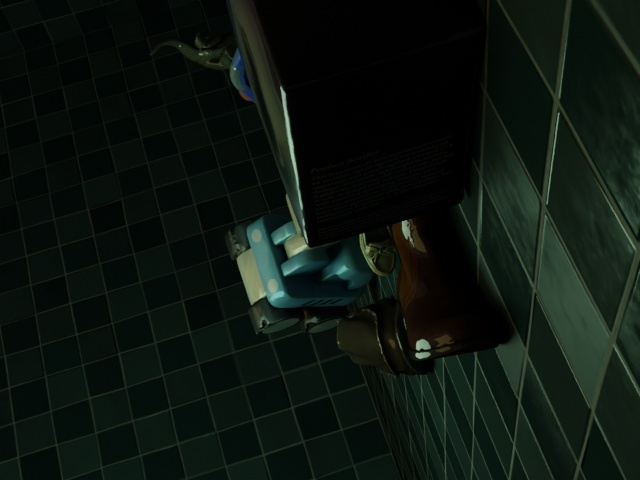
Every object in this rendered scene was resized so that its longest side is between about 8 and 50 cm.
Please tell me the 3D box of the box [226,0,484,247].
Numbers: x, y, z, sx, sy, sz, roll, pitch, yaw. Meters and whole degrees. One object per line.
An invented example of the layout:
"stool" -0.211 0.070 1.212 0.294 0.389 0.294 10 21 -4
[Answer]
"box" 0.014 -0.201 1.005 0.294 0.182 0.296 83 169 -63

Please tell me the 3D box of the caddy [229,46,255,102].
"caddy" -0.057 -0.283 1.662 0.341 0.179 0.241 88 164 -75

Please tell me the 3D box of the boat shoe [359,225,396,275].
"boat shoe" 0.090 -0.014 1.691 0.048 0.056 0.153 -103 4 -78

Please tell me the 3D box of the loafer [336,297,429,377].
"loafer" 0.099 0.181 1.843 0.366 0.130 0.134 144 109 -86

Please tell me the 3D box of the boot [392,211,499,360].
"boot" 0.124 -0.017 1.186 0.264 0.096 0.281 -74 -26 -83

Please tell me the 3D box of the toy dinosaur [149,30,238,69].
"toy dinosaur" -0.174 -0.379 2.076 0.121 0.313 0.160 65 171 1

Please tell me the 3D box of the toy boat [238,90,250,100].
"toy boat" -0.103 -0.339 2.266 0.151 0.151 0.231 -118 11 -72

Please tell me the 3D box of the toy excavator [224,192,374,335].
"toy excavator" 0.000 0.000 2.022 0.433 0.445 0.222 3 -118 -49
